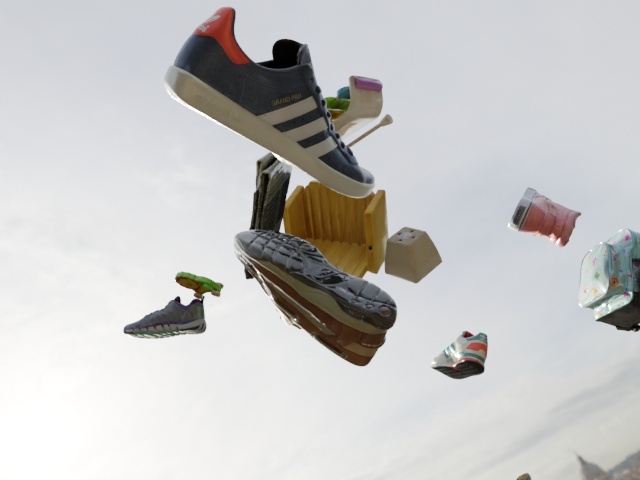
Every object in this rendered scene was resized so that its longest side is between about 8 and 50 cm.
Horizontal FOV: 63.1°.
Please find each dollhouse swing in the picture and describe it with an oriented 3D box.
[{"bbox_3d":[0.000,0.000,1.701,0.305,0.347,0.315,-34,-55,-50],"label":"dollhouse swing"}]

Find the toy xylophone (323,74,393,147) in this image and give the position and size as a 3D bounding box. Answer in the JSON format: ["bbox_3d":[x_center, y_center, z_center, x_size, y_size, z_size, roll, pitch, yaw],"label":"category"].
[{"bbox_3d":[0.038,-0.301,1.340,0.322,0.081,0.236,-23,-10,36],"label":"toy xylophone"}]

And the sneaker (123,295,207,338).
[{"bbox_3d":[-0.393,0.195,1.329,0.223,0.098,0.083,-6,-22,10],"label":"sneaker"}]

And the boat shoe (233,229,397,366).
[{"bbox_3d":[-0.031,0.086,0.828,0.122,0.324,0.120,-9,-59,-45],"label":"boat shoe"}]

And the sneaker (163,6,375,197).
[{"bbox_3d":[-0.028,-0.180,0.716,0.350,0.131,0.148,26,-84,-39],"label":"sneaker"}]

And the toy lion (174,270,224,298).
[{"bbox_3d":[-0.298,0.103,1.255,0.100,0.034,0.096,-8,-39,34],"label":"toy lion"}]

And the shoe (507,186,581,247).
[{"bbox_3d":[0.325,-0.032,0.758,0.178,0.081,0.063,-21,-47,-64],"label":"shoe"}]

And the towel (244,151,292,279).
[{"bbox_3d":[-0.143,-0.096,1.412,0.056,0.324,0.312,14,-65,3],"label":"towel"}]

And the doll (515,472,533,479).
[{"bbox_3d":[0.415,0.482,0.888,0.046,0.189,0.129,14,-80,-36],"label":"doll"}]

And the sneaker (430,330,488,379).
[{"bbox_3d":[0.265,0.213,0.979,0.075,0.057,0.161,-64,5,-23],"label":"sneaker"}]

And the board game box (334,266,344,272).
[{"bbox_3d":[0.044,0.153,1.447,0.160,0.047,0.210,-16,-41,37],"label":"board game box"}]

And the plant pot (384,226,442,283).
[{"bbox_3d":[0.224,0.028,1.304,0.109,0.109,0.096,-35,-57,-29],"label":"plant pot"}]

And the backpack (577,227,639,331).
[{"bbox_3d":[0.628,0.071,1.082,0.166,0.144,0.188,91,-158,-63],"label":"backpack"}]
